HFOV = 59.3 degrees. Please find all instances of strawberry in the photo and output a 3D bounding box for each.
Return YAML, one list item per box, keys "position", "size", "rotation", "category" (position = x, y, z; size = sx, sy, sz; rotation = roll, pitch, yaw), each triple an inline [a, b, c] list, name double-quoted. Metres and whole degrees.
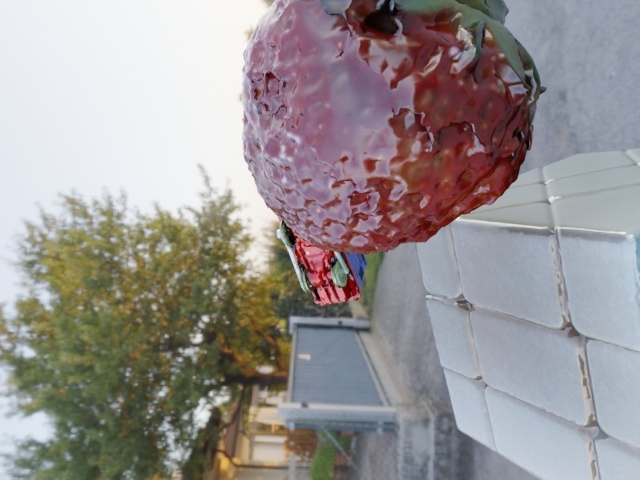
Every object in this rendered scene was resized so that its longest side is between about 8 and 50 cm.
- position: [0.043, -0.099, 0.493]
  size: [0.288, 0.250, 0.239]
  rotation: [-45, 63, 41]
  category: "strawberry"

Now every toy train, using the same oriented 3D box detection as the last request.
- position: [0.000, 0.000, 0.866]
  size: [0.131, 0.082, 0.204]
  rotation: [-69, -37, -53]
  category: "toy train"

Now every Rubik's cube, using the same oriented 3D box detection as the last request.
- position: [0.341, 0.079, 0.649]
  size: [0.318, 0.321, 0.316]
  rotation: [13, 119, 64]
  category: "Rubik's cube"
